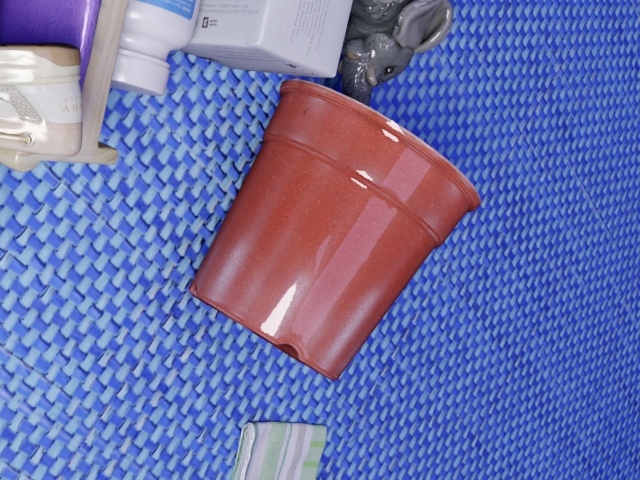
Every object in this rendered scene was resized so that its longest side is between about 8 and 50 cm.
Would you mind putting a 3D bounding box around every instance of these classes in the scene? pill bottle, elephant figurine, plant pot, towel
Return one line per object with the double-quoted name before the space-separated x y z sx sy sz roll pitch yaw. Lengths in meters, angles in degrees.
"pill bottle" -0.178 -0.263 1.037 0.124 0.124 0.221 12 90 -46
"elephant figurine" 0.074 -0.275 1.289 0.239 0.186 0.169 65 12 -45
"plant pot" 0.000 0.000 1.200 0.272 0.272 0.265 38 81 -43
"towel" -0.052 0.295 1.368 0.152 0.023 0.113 12 92 -46

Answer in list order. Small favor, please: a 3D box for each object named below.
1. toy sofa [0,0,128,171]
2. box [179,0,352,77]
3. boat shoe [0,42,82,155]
"toy sofa" -0.250 -0.250 0.896 0.177 0.150 0.362 -2 111 -56
"box" -0.063 -0.279 1.106 0.119 0.181 0.182 12 91 -45
"boat shoe" -0.338 -0.107 0.822 0.109 0.302 0.098 -80 169 -76
